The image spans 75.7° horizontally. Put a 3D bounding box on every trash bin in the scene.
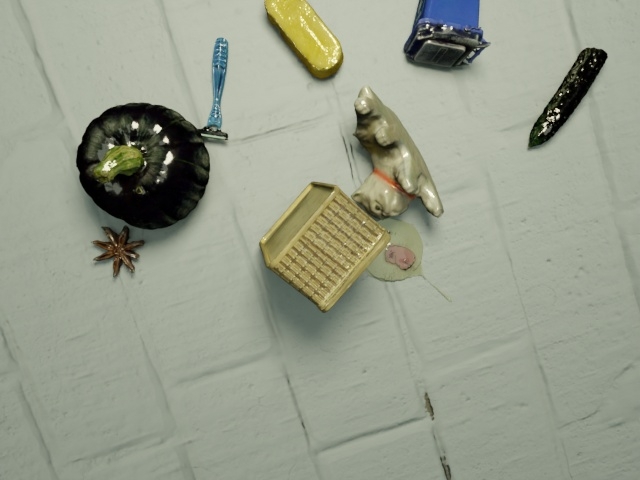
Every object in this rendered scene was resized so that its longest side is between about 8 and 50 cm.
[{"bbox_3d":[0.319,-0.565,1.011,0.184,0.162,0.234,9,88,-5],"label":"trash bin"}]

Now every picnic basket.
[{"bbox_3d":[0.000,0.000,0.961,0.175,0.313,0.228,41,90,-15],"label":"picnic basket"}]

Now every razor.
[{"bbox_3d":[-0.262,-0.382,1.041,0.082,0.042,0.252,5,92,-5],"label":"razor"}]

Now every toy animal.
[{"bbox_3d":[0.138,-0.197,1.014,0.308,0.188,0.265,26,55,-39],"label":"toy animal"}]

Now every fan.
[{"bbox_3d":[0.248,0.071,1.129,0.310,0.010,0.182,39,91,-5],"label":"fan"}]

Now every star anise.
[{"bbox_3d":[-0.518,0.022,1.057,0.141,0.042,0.140,-1,98,-4],"label":"star anise"}]

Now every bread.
[{"bbox_3d":[-0.040,-0.516,1.021,0.102,0.094,0.245,-41,96,9],"label":"bread"}]

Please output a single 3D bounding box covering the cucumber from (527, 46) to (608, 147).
[{"bbox_3d":[0.649,-0.370,1.090,0.072,0.072,0.299,31,93,-6],"label":"cucumber"}]

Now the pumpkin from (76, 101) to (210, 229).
[{"bbox_3d":[-0.405,-0.177,0.934,0.297,0.296,0.295,0,95,-4],"label":"pumpkin"}]
